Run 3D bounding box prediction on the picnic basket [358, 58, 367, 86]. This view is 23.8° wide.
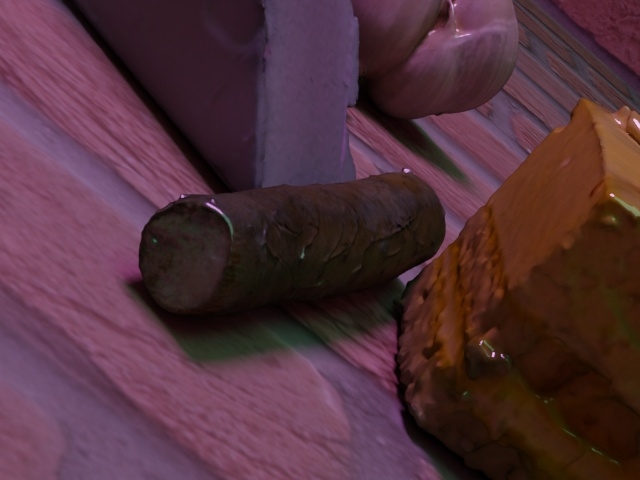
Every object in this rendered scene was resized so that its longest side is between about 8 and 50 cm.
[{"bbox_3d":[-0.040,-0.196,1.385,0.193,0.055,0.110,42,18,5],"label":"picnic basket"}]

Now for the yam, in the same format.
[{"bbox_3d":[0.000,0.000,0.986,0.083,0.083,0.371,46,20,12],"label":"yam"}]

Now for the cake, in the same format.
[{"bbox_3d":[0.220,0.043,0.998,0.222,0.286,0.227,39,18,-12],"label":"cake"}]

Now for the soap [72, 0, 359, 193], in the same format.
[{"bbox_3d":[-0.017,-0.191,1.091,0.302,0.258,0.159,50,18,20],"label":"soap"}]

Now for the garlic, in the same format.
[{"bbox_3d":[0.060,-0.252,1.500,0.185,0.203,0.281,-12,58,-46],"label":"garlic"}]
